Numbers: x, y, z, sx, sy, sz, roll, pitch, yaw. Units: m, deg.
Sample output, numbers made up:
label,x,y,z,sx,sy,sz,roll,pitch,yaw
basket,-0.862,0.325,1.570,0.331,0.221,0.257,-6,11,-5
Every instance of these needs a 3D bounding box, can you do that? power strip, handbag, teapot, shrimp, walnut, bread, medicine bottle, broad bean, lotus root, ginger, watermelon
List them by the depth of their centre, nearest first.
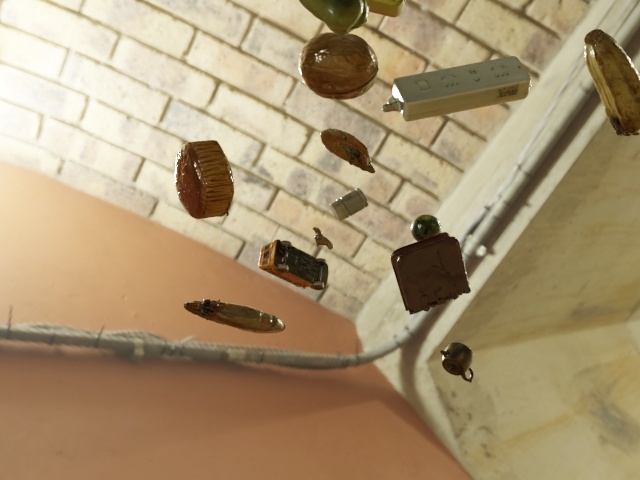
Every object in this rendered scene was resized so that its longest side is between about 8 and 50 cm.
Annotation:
label,x,y,z,sx,sy,sz,roll,pitch,yaw
power strip,0.292,-0.324,1.707,0.338,0.058,0.098,-12,-129,-6
broad bean,0.028,-0.527,1.725,0.124,0.082,0.174,-41,-88,-19
lotus root,0.657,-0.346,1.747,0.258,0.097,0.110,58,178,-23
walnut,0.044,-0.423,1.929,0.207,0.168,0.167,10,-161,26
bread,-0.296,-0.150,1.978,0.104,0.199,0.199,-9,-135,-31
teapot,0.347,0.312,2.011,0.121,0.076,0.068,50,-131,-13
shrimp,-0.227,0.200,2.058,0.294,0.154,0.062,23,-114,-32
medicine bottle,0.078,-0.096,2.143,0.058,0.091,0.058,59,174,11
handbag,0.324,0.098,2.342,0.203,0.216,0.074,-21,-156,-6
ginger,-0.001,0.000,2.609,0.097,0.048,0.030,48,-150,10
watermelon,0.358,-0.034,2.674,0.105,0.106,0.062,28,-166,-5
shrimp,0.110,-0.305,2.708,0.267,0.145,0.061,41,-122,-37

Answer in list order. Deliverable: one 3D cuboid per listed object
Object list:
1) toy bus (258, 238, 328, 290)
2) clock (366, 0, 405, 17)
label,x,y,z,sx,sy,sz,roll,pitch,yaw
toy bus,-0.056,0.059,1.761,0.162,0.074,0.070,28,-123,-37
clock,0.200,-0.785,2.382,0.143,0.202,0.096,16,170,3
